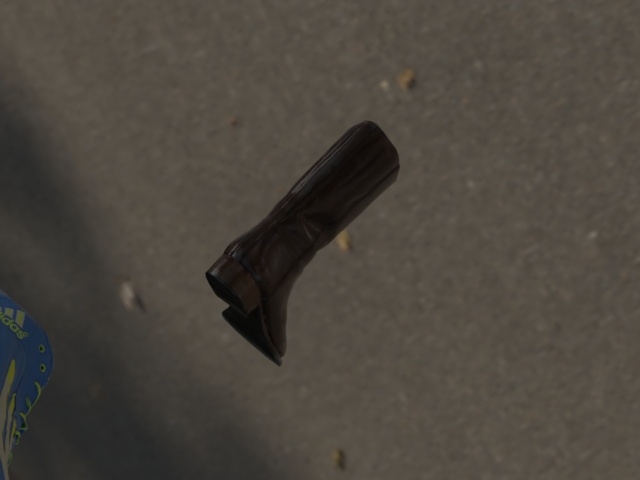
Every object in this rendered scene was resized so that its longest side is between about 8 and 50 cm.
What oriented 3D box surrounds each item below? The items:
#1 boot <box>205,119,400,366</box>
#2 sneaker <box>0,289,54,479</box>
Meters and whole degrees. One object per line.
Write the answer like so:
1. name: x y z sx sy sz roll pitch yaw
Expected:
1. boot: 0.000 0.000 0.853 0.037 0.114 0.106 37 165 20
2. sneaker: -0.227 0.110 1.230 0.091 0.126 0.240 -52 49 35
